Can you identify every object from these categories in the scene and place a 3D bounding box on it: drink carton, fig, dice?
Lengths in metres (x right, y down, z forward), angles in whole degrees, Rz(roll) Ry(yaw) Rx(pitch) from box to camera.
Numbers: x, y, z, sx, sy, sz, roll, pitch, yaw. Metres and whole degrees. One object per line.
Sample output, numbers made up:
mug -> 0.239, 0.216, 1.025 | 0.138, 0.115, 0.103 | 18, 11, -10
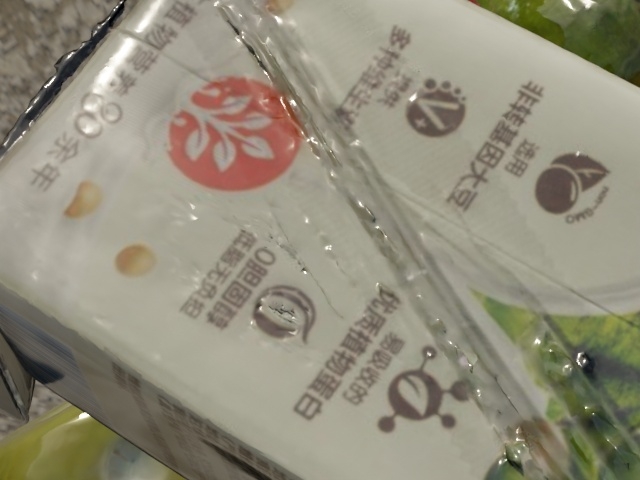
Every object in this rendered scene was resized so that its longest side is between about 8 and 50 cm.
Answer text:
drink carton -> 0.047, 0.031, 0.546 | 0.324, 0.132, 0.194 | 30, 71, 18
fig -> 0.271, -0.260, 1.646 | 0.233, 0.233, 0.314 | -29, 92, -5
dice -> -0.152, 0.236, 1.276 | 0.226, 0.238, 0.233 | -30, 92, -17

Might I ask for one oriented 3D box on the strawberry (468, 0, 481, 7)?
strawberry -> 0.057, -0.104, 1.179 | 0.267, 0.351, 0.312 | -24, 68, 38

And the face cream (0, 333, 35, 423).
face cream -> -0.183, 0.030, 0.751 | 0.089, 0.314, 0.143 | -22, 88, -18
